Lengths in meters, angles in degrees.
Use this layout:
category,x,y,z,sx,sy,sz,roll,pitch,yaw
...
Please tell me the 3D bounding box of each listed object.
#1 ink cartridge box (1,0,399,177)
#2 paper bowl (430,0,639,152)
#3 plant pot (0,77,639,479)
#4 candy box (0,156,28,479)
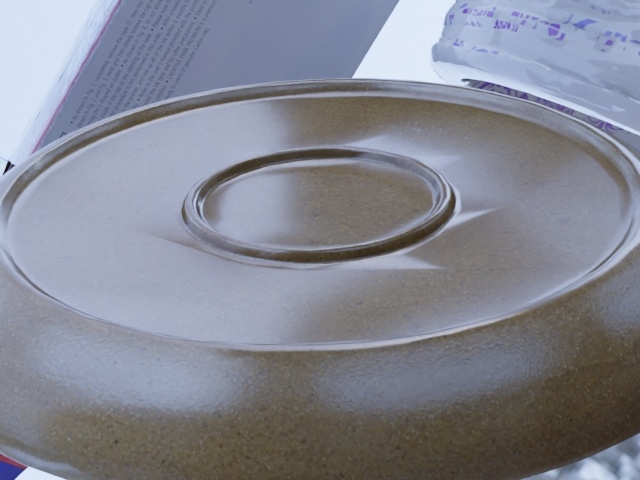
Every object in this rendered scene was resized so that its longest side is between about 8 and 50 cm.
category,x,y,z,sx,sy,sz,roll,pitch,yaw
ink cartridge box,-0.060,-0.123,1.116,0.309,0.130,0.272,-58,12,16
paper bowl,0.200,-0.077,0.826,0.148,0.284,0.284,-66,-27,0
plant pot,0.000,0.000,0.561,0.236,0.236,0.032,-27,-56,-43
candy box,-0.345,0.027,1.441,0.268,0.317,0.122,28,-58,-28
